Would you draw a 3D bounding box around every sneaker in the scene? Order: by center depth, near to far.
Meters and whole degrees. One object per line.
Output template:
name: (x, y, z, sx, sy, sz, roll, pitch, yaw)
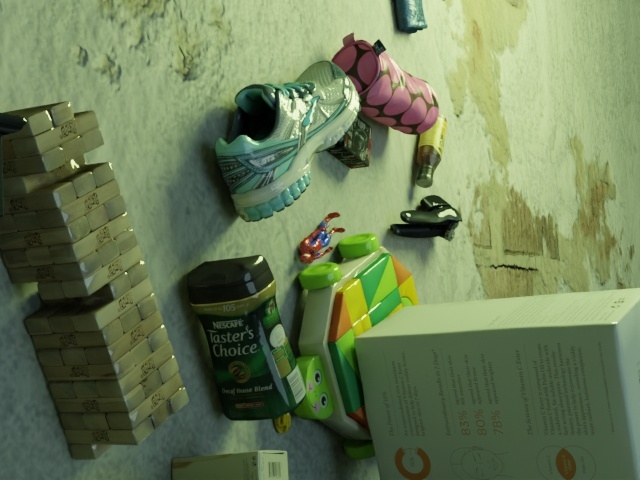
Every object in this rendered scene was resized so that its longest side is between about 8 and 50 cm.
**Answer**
sneaker: (-0.040, -0.154, 1.457, 0.122, 0.110, 0.283, 60, 37, -29)

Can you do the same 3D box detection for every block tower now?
block tower: (-0.225, 0.038, 1.117, 0.091, 0.097, 0.335, -39, 119, -54)

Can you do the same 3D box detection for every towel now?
towel: (0.140, -0.392, 1.884, 0.067, 0.029, 0.119, -11, 94, -59)

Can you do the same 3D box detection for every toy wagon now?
toy wagon: (0.043, 0.154, 1.577, 0.344, 0.068, 0.267, -37, 116, -56)

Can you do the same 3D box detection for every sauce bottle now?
sauce bottle: (0.175, -0.142, 1.886, 0.042, 0.042, 0.128, 45, 49, -47)

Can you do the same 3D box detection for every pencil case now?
pencil case: (0.096, -0.224, 1.725, 0.209, 0.095, 0.098, 24, 43, -58)

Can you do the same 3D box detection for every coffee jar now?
coffee jar: (-0.085, 0.108, 1.340, 0.079, 0.096, 0.184, -40, 118, -58)

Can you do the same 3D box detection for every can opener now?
can opener: (0.161, -0.026, 1.841, 0.186, 0.073, 0.059, -13, 135, -57)

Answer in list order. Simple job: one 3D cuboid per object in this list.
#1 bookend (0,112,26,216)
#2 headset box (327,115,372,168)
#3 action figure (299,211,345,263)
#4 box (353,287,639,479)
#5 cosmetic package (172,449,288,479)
bookend: (-0.309, -0.015, 0.920, 0.072, 0.157, 0.156, 6, 79, -59)
headset box: (0.043, -0.142, 1.668, 0.083, 0.032, 0.062, 31, 59, -55)
action figure: (0.000, 0.000, 1.575, 0.115, 0.030, 0.038, -46, 129, -51)
box: (0.244, 0.193, 1.503, 0.168, 0.345, 0.215, -25, 106, -59)
cosmetic package: (-0.097, 0.250, 1.273, 0.060, 0.115, 0.041, 18, 66, -59)
